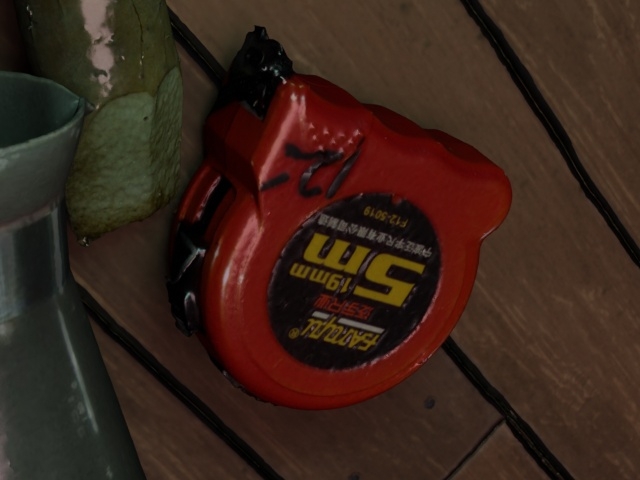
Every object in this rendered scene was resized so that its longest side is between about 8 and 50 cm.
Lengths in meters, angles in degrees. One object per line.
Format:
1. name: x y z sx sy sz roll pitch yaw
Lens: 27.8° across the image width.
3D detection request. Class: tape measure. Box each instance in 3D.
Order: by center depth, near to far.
1. tape measure: 0.000 0.000 0.979 0.253 0.114 0.260 18 105 -33

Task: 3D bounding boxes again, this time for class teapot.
1. teapot: -0.255 0.086 0.794 0.300 0.253 0.344 -13 114 -30

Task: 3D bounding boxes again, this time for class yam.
1. yam: -0.145 -0.118 0.861 0.106 0.106 0.259 -20 118 -19
